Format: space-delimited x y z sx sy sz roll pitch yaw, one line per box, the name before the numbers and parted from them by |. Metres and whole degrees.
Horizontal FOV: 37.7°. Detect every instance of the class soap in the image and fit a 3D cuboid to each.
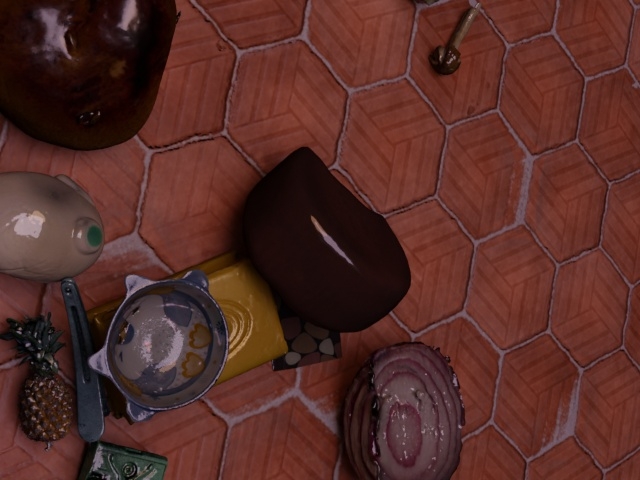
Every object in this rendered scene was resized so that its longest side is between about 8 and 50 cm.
soap | -0.230 0.160 1.608 0.324 0.096 0.204 -22 102 -29

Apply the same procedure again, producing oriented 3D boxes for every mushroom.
mushroom | -0.378 -0.309 1.482 0.345 0.259 0.345 -3 108 -9
mushroom | 0.284 -0.425 1.952 0.061 0.060 0.187 34 67 -19

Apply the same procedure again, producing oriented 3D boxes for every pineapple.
pineapple | -0.446 0.225 1.483 0.083 0.103 0.221 -15 101 -53

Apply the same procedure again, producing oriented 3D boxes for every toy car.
toy car | -0.356 0.495 1.527 0.141 0.097 0.320 23 77 -30

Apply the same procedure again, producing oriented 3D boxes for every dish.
dish | -0.262 0.152 1.482 0.236 0.086 0.228 -46 111 -22

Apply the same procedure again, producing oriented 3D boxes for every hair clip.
hair clip | -0.381 0.181 1.489 0.048 0.083 0.275 -5 110 3

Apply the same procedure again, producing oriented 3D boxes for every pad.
pad | -0.035 0.122 1.781 0.158 0.003 0.235 -8 94 -31

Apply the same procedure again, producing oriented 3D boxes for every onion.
onion | 0.158 0.356 1.828 0.280 0.146 0.314 -2 82 -45

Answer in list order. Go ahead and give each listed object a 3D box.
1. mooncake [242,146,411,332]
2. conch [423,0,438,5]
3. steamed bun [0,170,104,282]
mooncake | 0.000 0.000 1.664 0.326 0.174 0.333 16 40 -52
conch | 0.203 -0.541 1.875 0.135 0.102 0.153 3 55 -21
steamed bun | -0.427 -0.030 1.434 0.228 0.131 0.177 19 39 -45
